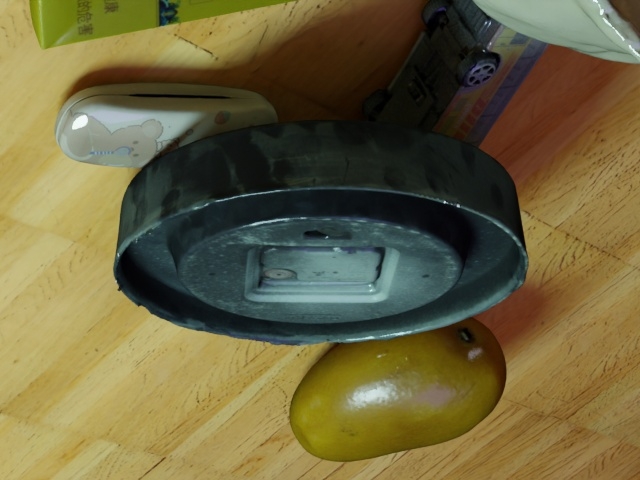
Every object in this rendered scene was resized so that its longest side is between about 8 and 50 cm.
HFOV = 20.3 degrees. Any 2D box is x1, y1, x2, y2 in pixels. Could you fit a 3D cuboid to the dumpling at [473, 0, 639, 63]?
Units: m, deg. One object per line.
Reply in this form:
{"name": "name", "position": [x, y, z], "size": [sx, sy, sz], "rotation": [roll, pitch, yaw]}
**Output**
{"name": "dumpling", "position": [0.263, -0.210, 1.444], "size": [0.395, 0.315, 0.233], "rotation": [12, 136, -45]}

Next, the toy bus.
{"name": "toy bus", "position": [0.122, -0.139, 1.654], "size": [0.106, 0.092, 0.268], "rotation": [-6, 142, -37]}

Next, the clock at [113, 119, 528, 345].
{"name": "clock", "position": [0.000, 0.000, 1.659], "size": [0.386, 0.076, 0.386], "rotation": [-2, 157, -1]}

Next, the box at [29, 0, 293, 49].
{"name": "box", "position": [-0.097, -0.241, 1.435], "size": [0.279, 0.041, 0.153], "rotation": [-13, 143, -15]}

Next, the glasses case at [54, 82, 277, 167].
{"name": "glasses case", "position": [-0.135, -0.101, 1.586], "size": [0.204, 0.051, 0.081], "rotation": [-2, 139, -27]}

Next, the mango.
{"name": "mango", "position": [0.080, 0.163, 1.981], "size": [0.254, 0.139, 0.175], "rotation": [-21, 139, 7]}
